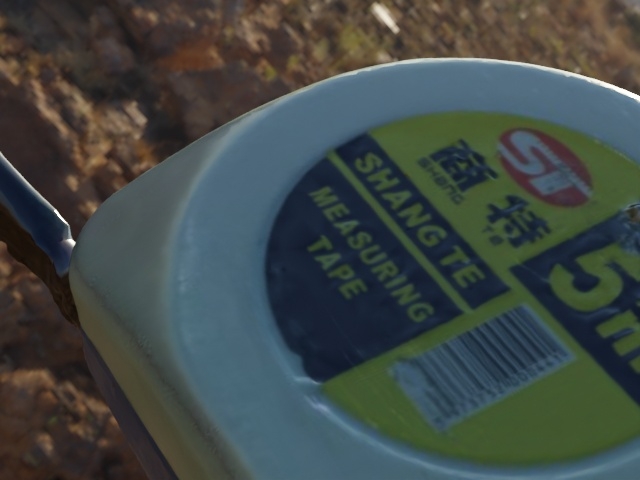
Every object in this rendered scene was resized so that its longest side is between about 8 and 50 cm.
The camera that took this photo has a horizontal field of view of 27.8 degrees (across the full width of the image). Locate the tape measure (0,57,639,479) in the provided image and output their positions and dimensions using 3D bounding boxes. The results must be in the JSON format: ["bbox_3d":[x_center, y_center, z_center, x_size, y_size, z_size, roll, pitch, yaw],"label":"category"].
[{"bbox_3d":[0.000,0.000,0.422,0.215,0.098,0.351,-25,55,-23],"label":"tape measure"}]
